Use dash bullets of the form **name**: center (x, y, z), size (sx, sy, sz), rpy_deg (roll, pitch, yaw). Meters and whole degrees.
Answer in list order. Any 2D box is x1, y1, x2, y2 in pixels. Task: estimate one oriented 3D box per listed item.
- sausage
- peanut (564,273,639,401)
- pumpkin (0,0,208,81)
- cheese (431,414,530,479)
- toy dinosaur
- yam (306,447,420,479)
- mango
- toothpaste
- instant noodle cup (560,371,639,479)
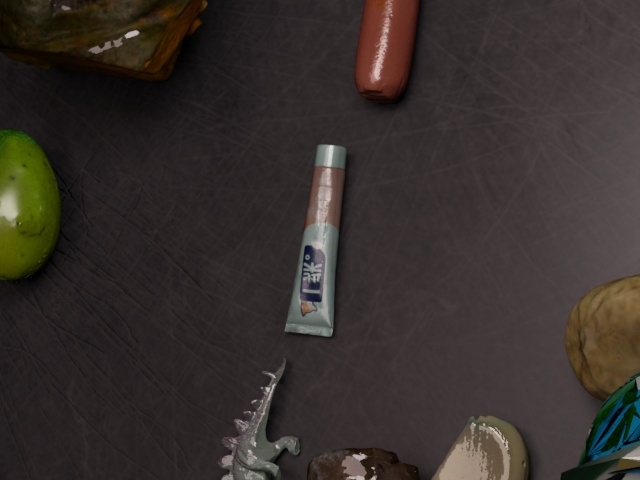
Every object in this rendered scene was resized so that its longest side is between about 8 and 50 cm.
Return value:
- **sausage**: center (0.073, -0.226, 1.794), size (0.062, 0.062, 0.154), rpy_deg (4, 78, 24)
- **peanut**: center (0.350, 0.087, 1.556), size (0.253, 0.137, 0.122), rpy_deg (-6, 79, 19)
- **pumpkin**: center (-0.247, -0.298, 1.839), size (0.256, 0.303, 0.225), rpy_deg (14, 89, -2)
- **cheese**: center (0.148, 0.257, 1.645), size (0.092, 0.047, 0.171), rpy_deg (25, 87, 27)
- **toy dinosaur**: center (-0.066, 0.224, 1.749), size (0.082, 0.039, 0.208), rpy_deg (5, 78, 26)
- **yam**: center (0.053, 0.349, 1.623), size (0.131, 0.131, 0.279), rpy_deg (-11, 70, 20)
- **mango**: center (-0.352, -0.041, 1.894), size (0.100, 0.119, 0.178), rpy_deg (-8, 74, 40)
- **toothpaste**: center (0.000, 0.000, 1.784), size (0.056, 0.036, 0.205), rpy_deg (4, 82, 25)
- **instant noodle cup**: center (0.318, 0.244, 1.455), size (0.240, 0.178, 0.240), rpy_deg (7, 109, 21)
